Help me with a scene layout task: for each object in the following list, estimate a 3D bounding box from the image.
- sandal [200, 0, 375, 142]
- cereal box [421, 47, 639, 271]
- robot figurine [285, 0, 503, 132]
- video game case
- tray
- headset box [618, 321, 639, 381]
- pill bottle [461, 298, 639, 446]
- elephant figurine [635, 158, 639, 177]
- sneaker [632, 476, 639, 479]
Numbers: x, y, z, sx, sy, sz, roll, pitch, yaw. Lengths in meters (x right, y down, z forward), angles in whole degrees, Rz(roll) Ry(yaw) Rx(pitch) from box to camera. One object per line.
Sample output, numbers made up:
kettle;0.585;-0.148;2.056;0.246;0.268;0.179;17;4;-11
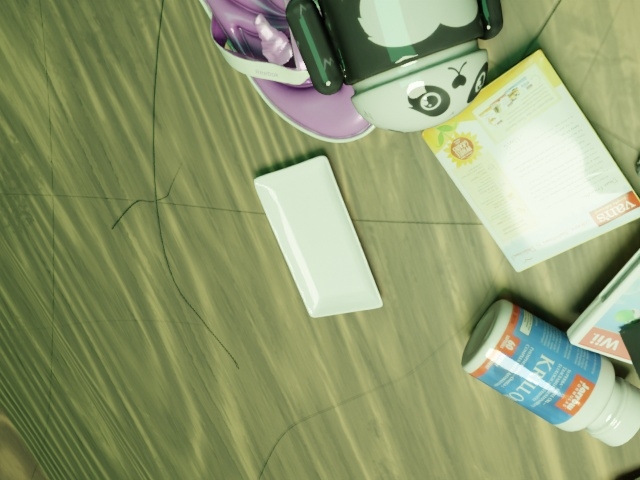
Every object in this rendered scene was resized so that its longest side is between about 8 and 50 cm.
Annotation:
sandal;-0.082;-0.295;0.656;0.416;0.102;0.169;48;123;-3
cereal box;0.270;-0.095;0.618;0.173;0.047;0.240;-32;97;33
robot figurine;0.090;-0.265;0.547;0.209;0.173;0.277;-12;107;28
video game case;0.469;0.056;0.565;0.204;0.025;0.285;18;127;-1
tray;0.000;0.000;0.798;0.145;0.030;0.270;-13;107;30
headset box;0.522;0.156;0.538;0.293;0.110;0.218;39;124;-15
pill bottle;0.329;0.190;0.678;0.222;0.124;0.124;30;122;10
elephant figurine;0.429;-0.172;0.459;0.240;0.170;0.185;-4;83;43
sneaker;0.559;0.382;0.701;0.118;0.083;0.222;40;118;-19
